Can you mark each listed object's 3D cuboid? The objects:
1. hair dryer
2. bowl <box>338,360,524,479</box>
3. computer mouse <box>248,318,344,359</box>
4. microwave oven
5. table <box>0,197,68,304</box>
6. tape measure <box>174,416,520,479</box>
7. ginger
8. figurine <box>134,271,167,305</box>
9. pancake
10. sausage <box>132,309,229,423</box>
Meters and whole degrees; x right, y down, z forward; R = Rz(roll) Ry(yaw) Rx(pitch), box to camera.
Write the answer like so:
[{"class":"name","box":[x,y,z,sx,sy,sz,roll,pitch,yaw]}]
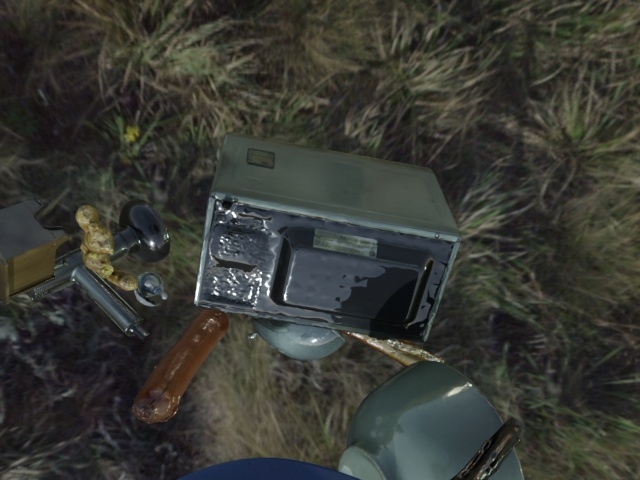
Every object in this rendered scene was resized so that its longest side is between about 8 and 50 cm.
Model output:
[{"class":"hair dryer","box":[-0.438,0.093,1.538,0.284,0.155,0.320,43,50,5]},{"class":"bowl","box":[0.115,0.312,0.911,0.146,0.289,0.289,-8,81,-29]},{"class":"computer mouse","box":[-0.091,0.265,1.857,0.167,0.379,0.090,45,56,-25]},{"class":"microwave oven","box":[0.000,0.000,1.082,0.355,0.286,0.218,10,118,-8]},{"class":"table","box":[-0.346,0.008,0.803,0.083,0.070,0.082,43,47,21]},{"class":"tape measure","box":[-0.015,0.197,0.465,0.215,0.351,0.097,-3,111,34]},{"class":"ginger","box":[-0.397,0.020,1.247,0.052,0.176,0.193,-44,117,-31]},{"class":"figurine","box":[-0.452,0.135,1.863,0.094,0.086,0.082,37,85,-27]},{"class":"pancake","box":[0.149,0.221,1.450,0.212,0.257,0.056,31,85,-36]},{"class":"sausage","box":[-0.323,0.288,1.649,0.094,0.419,0.094,-23,108,23]}]
